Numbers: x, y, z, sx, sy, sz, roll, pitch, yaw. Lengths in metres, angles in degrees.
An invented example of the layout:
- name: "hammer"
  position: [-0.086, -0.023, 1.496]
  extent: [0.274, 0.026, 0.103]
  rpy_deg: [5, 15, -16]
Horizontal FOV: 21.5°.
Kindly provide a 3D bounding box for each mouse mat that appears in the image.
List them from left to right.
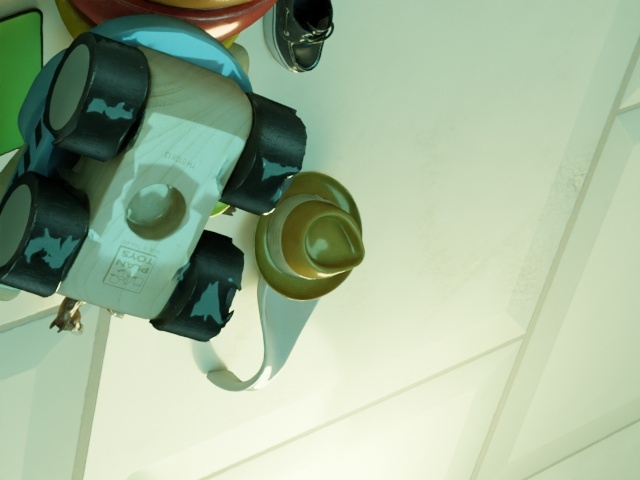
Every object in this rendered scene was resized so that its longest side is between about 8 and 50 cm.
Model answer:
- name: "mouse mat"
  position: [-0.367, -0.157, 1.832]
  extent: [0.152, 0.007, 0.190]
  rpy_deg: [-25, 141, -31]

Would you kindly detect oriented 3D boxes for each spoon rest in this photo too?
- name: "spoon rest"
  position: [-0.064, 0.114, 2.421]
  extent: [0.137, 0.084, 0.276]
  rpy_deg: [0, 127, -50]

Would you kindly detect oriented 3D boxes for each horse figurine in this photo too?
- name: "horse figurine"
  position: [-0.226, 0.019, 2.143]
  extent: [0.263, 0.066, 0.174]
  rpy_deg: [-47, 155, 6]

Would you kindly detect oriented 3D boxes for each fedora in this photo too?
- name: "fedora"
  position: [0.000, 0.000, 2.315]
  extent: [0.194, 0.079, 0.194]
  rpy_deg: [-11, 107, -37]

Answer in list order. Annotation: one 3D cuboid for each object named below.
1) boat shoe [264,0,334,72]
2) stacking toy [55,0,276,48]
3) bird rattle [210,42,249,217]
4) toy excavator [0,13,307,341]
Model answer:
- name: "boat shoe"
  position: [-0.016, -0.279, 2.040]
  extent: [0.080, 0.076, 0.228]
  rpy_deg: [-30, 145, -24]
- name: "stacking toy"
  position: [-0.173, -0.282, 1.719]
  extent: [0.350, 0.351, 0.480]
  rpy_deg: [-24, 160, -32]
- name: "bird rattle"
  position: [-0.146, -0.141, 1.986]
  extent: [0.253, 0.143, 0.207]
  rpy_deg: [54, 56, -73]
- name: "toy excavator"
  position: [-0.241, -0.057, 1.696]
  extent: [0.222, 0.445, 0.433]
  rpy_deg: [18, 111, -27]
